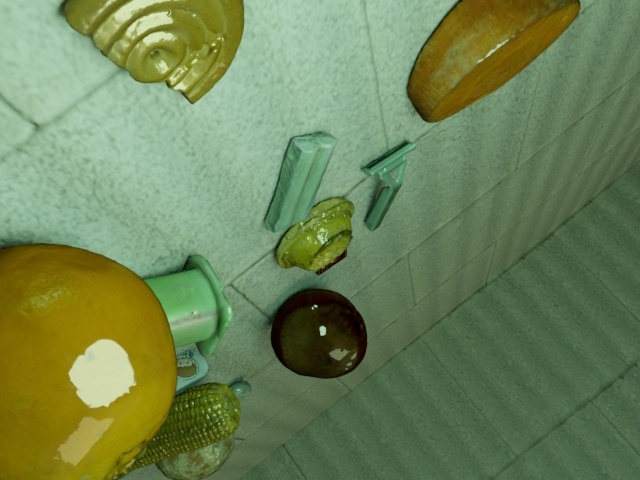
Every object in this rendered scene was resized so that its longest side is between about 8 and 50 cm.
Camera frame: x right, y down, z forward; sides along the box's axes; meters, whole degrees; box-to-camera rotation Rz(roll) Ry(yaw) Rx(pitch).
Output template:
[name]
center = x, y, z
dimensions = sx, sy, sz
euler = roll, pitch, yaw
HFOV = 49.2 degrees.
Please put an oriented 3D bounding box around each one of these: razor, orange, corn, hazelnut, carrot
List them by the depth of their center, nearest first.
[orange]
center = -0.319, 0.154, 0.802
dimensions = 0.312, 0.312, 0.312
euler = -34, 160, -14
[carrot]
center = 0.271, -0.313, 1.150
dimensions = 0.307, 0.100, 0.258
euler = -41, 164, 30
[razor]
center = 0.128, -0.089, 1.414
dimensions = 0.111, 0.056, 0.278
euler = -34, 160, -18
[corn]
center = -0.333, 0.399, 1.474
dimensions = 0.344, 0.131, 0.131
euler = -23, 163, 11
[hazelnut]
center = 0.002, 0.215, 1.640
dimensions = 0.229, 0.229, 0.229
euler = -34, 160, -14

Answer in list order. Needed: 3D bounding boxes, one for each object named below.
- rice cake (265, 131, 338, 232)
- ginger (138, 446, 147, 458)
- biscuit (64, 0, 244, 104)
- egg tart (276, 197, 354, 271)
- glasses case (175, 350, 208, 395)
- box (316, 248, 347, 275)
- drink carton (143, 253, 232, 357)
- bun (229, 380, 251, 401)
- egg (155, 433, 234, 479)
[rice cake]
center = -0.034, -0.093, 1.141
dimensions = 0.085, 0.040, 0.226
euler = -26, 157, -30
[ginger]
center = -0.484, 0.343, 1.103
dimensions = 0.363, 0.122, 0.348
euler = -30, 132, -16
[biscuit]
center = -0.139, -0.215, 0.701
dimensions = 0.144, 0.033, 0.224
euler = -41, 161, 7
[egg tart]
center = 0.000, 0.000, 1.362
dimensions = 0.191, 0.074, 0.191
euler = -34, 162, -12
[glasses case]
center = -0.313, 0.286, 1.431
dimensions = 0.178, 0.067, 0.045
euler = -25, 156, -34
[box]
center = 0.021, 0.040, 1.554
dimensions = 0.082, 0.023, 0.051
euler = -35, 161, -12
[drink carton]
center = -0.243, 0.111, 1.094
dimensions = 0.142, 0.144, 0.146
euler = -11, 147, -35
[bun]
center = -0.225, 0.407, 1.886
dimensions = 0.083, 0.045, 0.083
euler = -34, 157, -17
[egg]
center = -0.298, 0.451, 1.634
dimensions = 0.203, 0.203, 0.245
euler = -13, 141, -51
